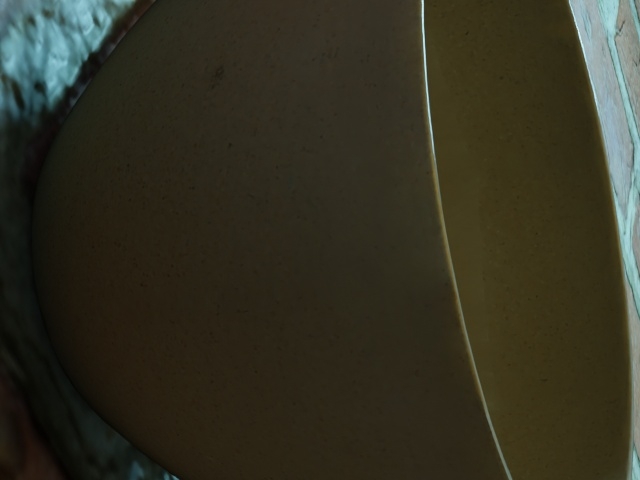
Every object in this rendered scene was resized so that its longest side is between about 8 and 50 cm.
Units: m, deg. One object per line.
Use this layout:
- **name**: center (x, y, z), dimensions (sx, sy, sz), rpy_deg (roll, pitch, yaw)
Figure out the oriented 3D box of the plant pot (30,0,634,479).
- **plant pot**: center (0.000, 0.000, 0.565), dimensions (0.284, 0.190, 0.284), rpy_deg (-10, 90, -68)
